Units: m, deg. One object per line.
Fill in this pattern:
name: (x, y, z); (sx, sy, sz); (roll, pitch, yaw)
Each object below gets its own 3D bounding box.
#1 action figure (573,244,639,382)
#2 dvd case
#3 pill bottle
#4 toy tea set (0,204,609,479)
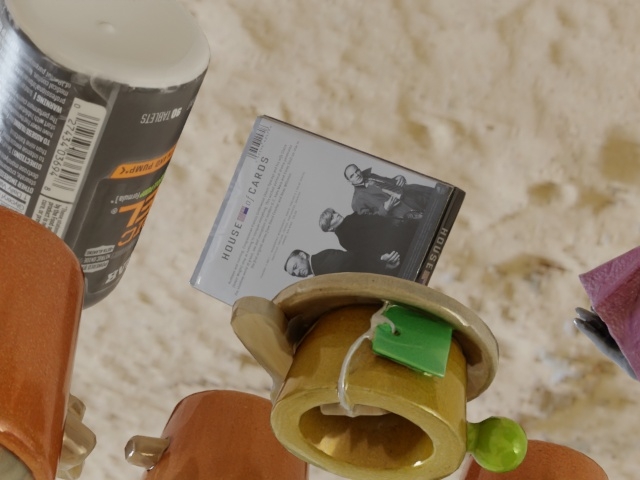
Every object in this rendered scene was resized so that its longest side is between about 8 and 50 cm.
action figure: (0.379, 0.008, 1.170); (0.248, 0.275, 0.370); (12, 133, -43)
dvd case: (0.000, 0.000, 1.379); (0.239, 0.179, 0.029); (23, -179, 38)
pill bottle: (-0.168, -0.043, 0.961); (0.130, 0.130, 0.245); (23, 125, -5)
toy tea set: (-0.042, 0.098, 0.558); (0.336, 0.124, 0.200); (9, 146, 6)
